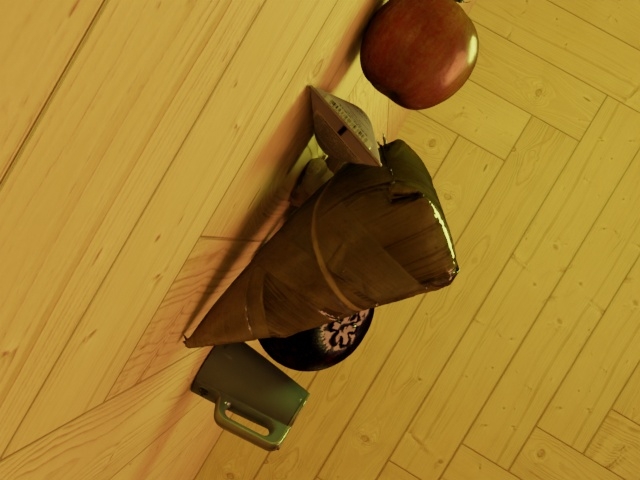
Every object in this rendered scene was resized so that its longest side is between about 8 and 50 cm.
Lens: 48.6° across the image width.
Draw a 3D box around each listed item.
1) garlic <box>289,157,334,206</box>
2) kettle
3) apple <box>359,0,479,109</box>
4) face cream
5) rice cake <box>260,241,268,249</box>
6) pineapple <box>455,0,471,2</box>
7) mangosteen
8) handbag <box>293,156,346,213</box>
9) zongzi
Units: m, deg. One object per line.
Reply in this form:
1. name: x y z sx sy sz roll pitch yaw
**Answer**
1. garlic: -0.006 -0.107 1.401 0.094 0.074 0.113 -40 147 -45
2. kettle: -0.161 0.348 1.593 0.160 0.243 0.210 -62 173 32
3. apple: 0.161 -0.311 1.167 0.174 0.188 0.188 -53 176 4
4. face cream: 0.037 -0.177 1.133 0.096 0.154 0.274 -39 -175 5
5. rice cake: 0.016 0.022 1.423 0.081 0.290 0.051 -114 -159 -44
6. pineapple: 0.281 -0.550 1.442 0.125 0.125 0.251 -56 180 -38
7. mangosteen: -0.029 0.132 1.587 0.300 0.300 0.300 -59 176 -7
8. handbag: 0.015 -0.093 1.519 0.193 0.072 0.151 -62 -163 -1
9. zongzi: -0.009 -0.019 1.312 0.467 0.218 0.500 -18 -159 10
